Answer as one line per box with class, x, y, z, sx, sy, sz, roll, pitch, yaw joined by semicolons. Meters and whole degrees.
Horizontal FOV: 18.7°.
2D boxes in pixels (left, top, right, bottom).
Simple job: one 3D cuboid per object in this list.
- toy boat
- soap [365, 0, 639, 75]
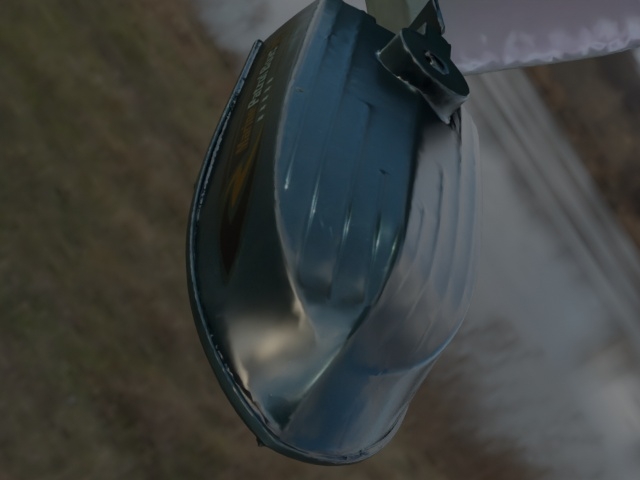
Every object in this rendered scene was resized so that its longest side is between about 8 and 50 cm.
toy boat;0.000;0.000;0.623;0.093;0.103;0.246;40;23;-13
soap;0.172;-0.173;0.891;0.208;0.347;0.115;-146;-136;-65
